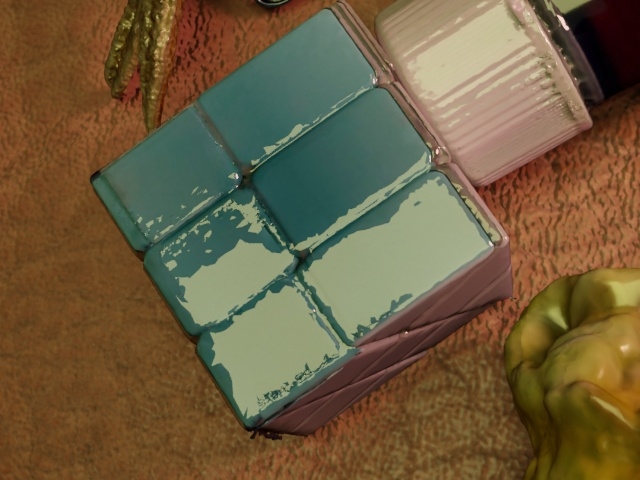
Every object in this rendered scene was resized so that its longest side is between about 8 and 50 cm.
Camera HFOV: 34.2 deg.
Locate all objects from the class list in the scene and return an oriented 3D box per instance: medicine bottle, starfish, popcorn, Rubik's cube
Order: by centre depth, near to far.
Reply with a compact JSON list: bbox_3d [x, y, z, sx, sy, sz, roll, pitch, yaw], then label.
[{"bbox_3d":[0.294,0.173,0.721,0.334,0.292,0.293,9,117,-5],"label":"popcorn"},{"bbox_3d":[0.243,-0.201,0.799,0.395,0.242,0.242,-33,75,8],"label":"medicine bottle"},{"bbox_3d":[0.000,0.000,0.807,0.231,0.221,0.224,-36,74,1],"label":"Rubik's cube"},{"bbox_3d":[-0.157,-0.279,0.871,0.094,0.327,0.375,-9,81,-18],"label":"starfish"}]

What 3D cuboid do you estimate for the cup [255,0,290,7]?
[{"bbox_3d":[-0.042,-0.296,0.925,0.138,0.113,0.150,-14,84,0],"label":"cup"}]
